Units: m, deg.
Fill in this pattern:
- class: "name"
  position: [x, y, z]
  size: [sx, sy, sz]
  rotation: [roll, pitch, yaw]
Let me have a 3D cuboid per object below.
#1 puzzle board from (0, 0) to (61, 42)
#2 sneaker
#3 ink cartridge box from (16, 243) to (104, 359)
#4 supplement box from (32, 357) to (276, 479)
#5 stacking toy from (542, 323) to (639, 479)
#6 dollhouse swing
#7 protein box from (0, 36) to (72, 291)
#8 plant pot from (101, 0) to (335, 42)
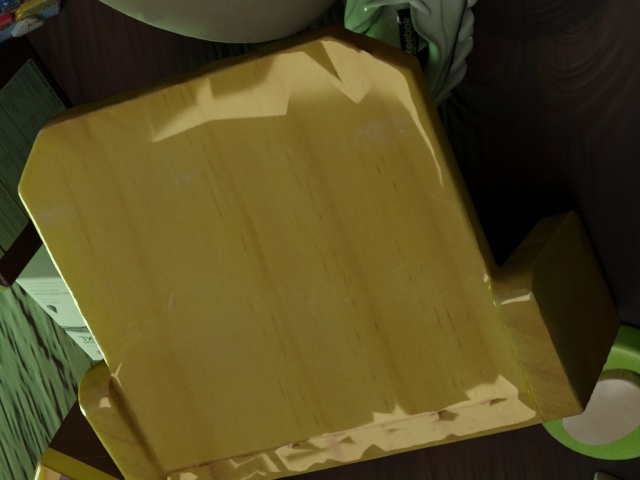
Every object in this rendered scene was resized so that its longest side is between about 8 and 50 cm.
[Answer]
- class: "puzzle board"
  position: [-0.256, -0.163, 1.158]
  size: [0.011, 0.128, 0.096]
  rotation: [59, 167, 7]
- class: "sneaker"
  position: [0.069, -0.198, 1.047]
  size: [0.110, 0.118, 0.292]
  rotation: [13, 125, 12]
- class: "ink cartridge box"
  position: [-0.173, 0.043, 1.288]
  size: [0.109, 0.063, 0.150]
  rotation: [-3, 147, 21]
- class: "supplement box"
  position: [-0.142, 0.216, 1.350]
  size: [0.191, 0.194, 0.129]
  rotation: [25, 128, 1]
- class: "stacking toy"
  position: [0.317, 0.192, 1.222]
  size: [0.280, 0.130, 0.309]
  rotation: [-11, 119, 24]
- class: "dollhouse swing"
  position: [0.000, 0.000, 1.131]
  size: [0.347, 0.315, 0.304]
  rotation: [-16, 98, 21]
- class: "protein box"
  position: [-0.320, -0.040, 1.229]
  size: [0.200, 0.201, 0.136]
  rotation: [-20, 115, 29]
- class: "plant pot"
  position: [-0.053, -0.288, 0.897]
  size: [0.284, 0.284, 0.191]
  rotation: [37, 134, -9]
